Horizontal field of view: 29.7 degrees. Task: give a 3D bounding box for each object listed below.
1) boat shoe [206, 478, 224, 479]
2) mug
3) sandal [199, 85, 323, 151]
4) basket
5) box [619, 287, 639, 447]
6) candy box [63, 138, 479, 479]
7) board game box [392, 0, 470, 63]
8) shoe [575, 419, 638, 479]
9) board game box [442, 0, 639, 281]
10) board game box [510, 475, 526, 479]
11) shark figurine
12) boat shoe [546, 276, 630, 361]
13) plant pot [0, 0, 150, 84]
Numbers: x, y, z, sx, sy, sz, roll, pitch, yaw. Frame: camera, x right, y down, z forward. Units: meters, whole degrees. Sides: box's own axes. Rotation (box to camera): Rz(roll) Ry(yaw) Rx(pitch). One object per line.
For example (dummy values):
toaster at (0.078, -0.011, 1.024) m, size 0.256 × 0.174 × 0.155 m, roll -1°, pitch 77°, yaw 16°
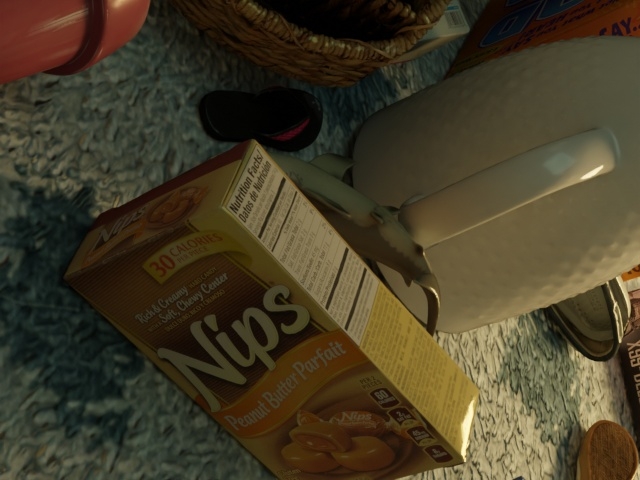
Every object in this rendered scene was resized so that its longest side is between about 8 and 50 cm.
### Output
boat shoe at (-0.085, 0.308, 0.890) m, size 0.109 × 0.091 × 0.305 m, roll 45°, pitch 41°, yaw -28°
mug at (0.221, -0.065, 1.260) m, size 0.374 × 0.328 × 0.276 m, roll -19°, pitch 88°, yaw -57°
sandal at (-0.047, -0.126, 1.211) m, size 0.179 × 0.040 × 0.067 m, roll -8°, pitch 78°, yaw -53°
basket at (-0.013, -0.294, 1.123) m, size 0.299 × 0.223 × 0.213 m, roll 31°, pitch 66°, yaw -21°
box at (0.545, 0.208, 1.763) m, size 0.307 × 0.076 × 0.242 m, roll 16°, pitch 60°, yaw -48°
candy box at (-0.033, 0.080, 0.999) m, size 0.316 × 0.183 × 0.087 m, roll 47°, pitch 40°, yaw -26°
board game box at (0.032, -0.353, 1.387) m, size 0.224 × 0.097 × 0.303 m, roll -20°, pitch 89°, yaw -55°
shoe at (0.339, 0.308, 1.474) m, size 0.077 × 0.058 × 0.219 m, roll 26°, pitch 40°, yaw -2°
board game box at (0.437, -0.206, 1.604) m, size 0.356 × 0.356 × 0.356 m, roll 54°, pitch 39°, yaw -19°
board game box at (0.250, 0.366, 1.277) m, size 0.136 × 0.035 × 0.201 m, roll 48°, pitch 22°, yaw -33°
shark figurine at (0.026, 0.011, 1.156) m, size 0.278 × 0.116 × 0.166 m, roll 37°, pitch 26°, yaw 21°
boat shoe at (0.310, 0.020, 1.531) m, size 0.302 × 0.114 × 0.091 m, roll 53°, pitch 33°, yaw -18°
plant pot at (-0.255, -0.191, 0.869) m, size 0.180 × 0.201 × 0.201 m, roll -42°, pitch 106°, yaw -37°
